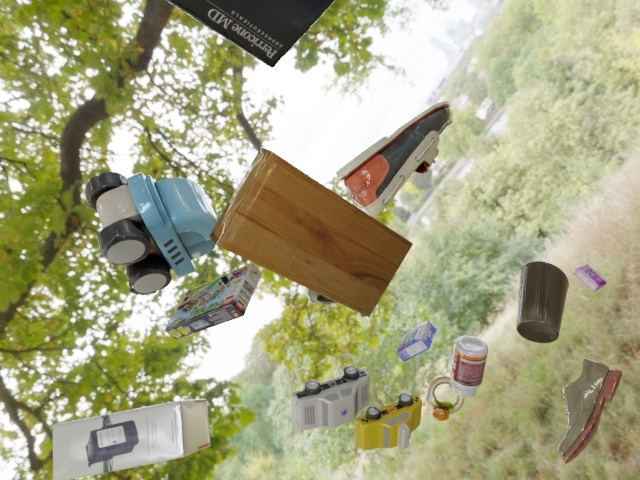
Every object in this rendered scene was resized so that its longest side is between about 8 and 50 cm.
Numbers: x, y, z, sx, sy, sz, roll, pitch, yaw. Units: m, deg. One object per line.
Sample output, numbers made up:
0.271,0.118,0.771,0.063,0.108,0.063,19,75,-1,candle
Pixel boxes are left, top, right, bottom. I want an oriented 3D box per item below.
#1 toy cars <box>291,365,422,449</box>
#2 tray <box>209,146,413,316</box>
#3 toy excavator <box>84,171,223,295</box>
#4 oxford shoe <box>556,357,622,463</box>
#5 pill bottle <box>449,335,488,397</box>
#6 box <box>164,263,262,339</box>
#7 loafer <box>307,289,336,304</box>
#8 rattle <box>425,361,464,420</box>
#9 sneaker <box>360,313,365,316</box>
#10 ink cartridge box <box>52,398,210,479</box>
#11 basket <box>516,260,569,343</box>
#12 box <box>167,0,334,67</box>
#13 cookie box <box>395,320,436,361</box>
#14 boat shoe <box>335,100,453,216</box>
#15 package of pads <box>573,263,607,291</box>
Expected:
0.107,0.393,0.973,0.176,0.394,0.087,-56,34,0,toy cars
0.000,0.000,0.926,0.203,0.411,0.076,-59,33,3,tray
-0.321,-0.035,1.184,0.445,0.222,0.433,-23,-32,-12,toy excavator
0.845,0.551,1.421,0.348,0.130,0.123,-53,-43,-12,oxford shoe
0.394,0.340,1.165,0.086,0.086,0.152,-56,-31,-65,pill bottle
-0.220,0.127,0.890,0.207,0.036,0.114,-23,31,31,box
0.107,0.195,1.719,0.111,0.319,0.112,-151,52,-67,loafer
0.435,0.492,1.461,0.199,0.130,0.143,-52,-38,4,rattle
0.183,0.270,1.780,0.047,0.057,0.119,-16,17,31,sneaker
-0.357,0.381,0.848,0.172,0.237,0.100,83,177,-71,ink cartridge box
0.754,0.221,1.492,0.154,0.204,0.227,-7,40,40,basket
-0.071,-0.507,0.603,0.395,0.293,0.212,-35,56,32,box
0.283,0.297,1.284,0.107,0.040,0.092,-43,1,38,cookie box
0.068,-0.068,0.341,0.137,0.043,0.049,-39,3,-35,boat shoe
0.817,0.112,1.321,0.050,0.083,0.032,-20,-35,-20,package of pads
